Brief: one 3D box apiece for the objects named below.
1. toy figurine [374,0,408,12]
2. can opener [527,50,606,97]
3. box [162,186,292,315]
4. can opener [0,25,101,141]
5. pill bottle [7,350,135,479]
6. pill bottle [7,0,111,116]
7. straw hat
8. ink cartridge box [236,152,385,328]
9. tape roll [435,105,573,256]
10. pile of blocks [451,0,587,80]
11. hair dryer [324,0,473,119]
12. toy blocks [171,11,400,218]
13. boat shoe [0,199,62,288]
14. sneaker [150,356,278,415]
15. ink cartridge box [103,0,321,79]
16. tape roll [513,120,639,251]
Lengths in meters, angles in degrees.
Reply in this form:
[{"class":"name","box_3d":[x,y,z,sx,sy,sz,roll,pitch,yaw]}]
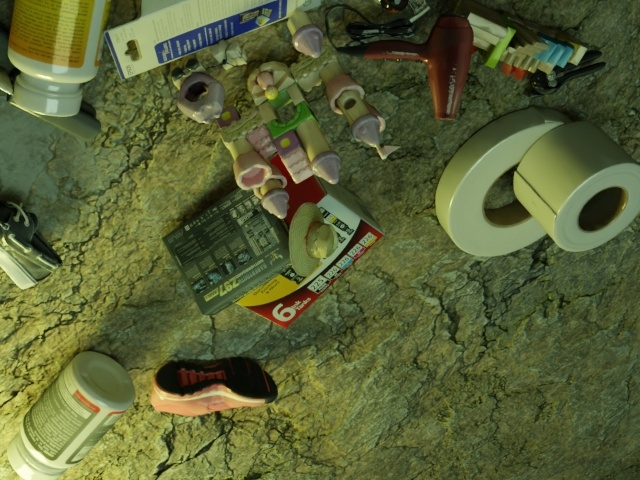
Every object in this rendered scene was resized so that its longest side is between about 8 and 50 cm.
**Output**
[{"class":"toy figurine","box_3d":[0.124,-0.495,1.450,0.209,0.148,0.213,-38,121,9]},{"class":"can opener","box_3d":[0.530,-0.364,1.912,0.186,0.073,0.059,-27,99,-9]},{"class":"box","box_3d":[-0.173,0.015,1.758,0.233,0.183,0.059,-33,167,12]},{"class":"can opener","box_3d":[-0.466,-0.259,1.432,0.095,0.076,0.283,-46,137,17]},{"class":"pill bottle","box_3d":[-0.548,0.390,1.936,0.161,0.161,0.283,27,114,-43]},{"class":"pill bottle","box_3d":[-0.394,-0.320,1.336,0.136,0.136,0.245,3,116,-31]},{"class":"straw hat","box_3d":[0.000,0.000,1.699,0.144,0.061,0.144,-13,105,-57]},{"class":"ink cartridge box","box_3d":[-0.075,0.000,1.855,0.309,0.130,0.272,-45,134,14]},{"class":"tape roll","box_3d":[0.453,-0.130,2.068,0.392,0.072,0.392,-15,135,-16]},{"class":"pile of blocks","box_3d":[0.390,-0.367,1.751,0.362,0.149,0.112,6,125,-34]},{"class":"hair dryer","box_3d":[0.168,-0.345,1.615,0.224,0.293,0.080,-35,-178,11]},{"class":"toy blocks","box_3d":[-0.044,-0.190,1.549,0.289,0.260,0.309,-30,148,8]},{"class":"boat shoe","box_3d":[-0.556,-0.025,1.582,0.102,0.108,0.301,-27,140,-4]},{"class":"sneaker","box_3d":[-0.259,0.360,2.129,0.314,0.116,0.136,7,136,-25]},{"class":"ink cartridge box","box_3d":[-0.170,-0.381,1.434,0.371,0.069,0.176,-25,169,-9]},{"class":"tape roll","box_3d":[0.578,-0.119,1.972,0.246,0.169,0.246,-16,136,-16]}]
